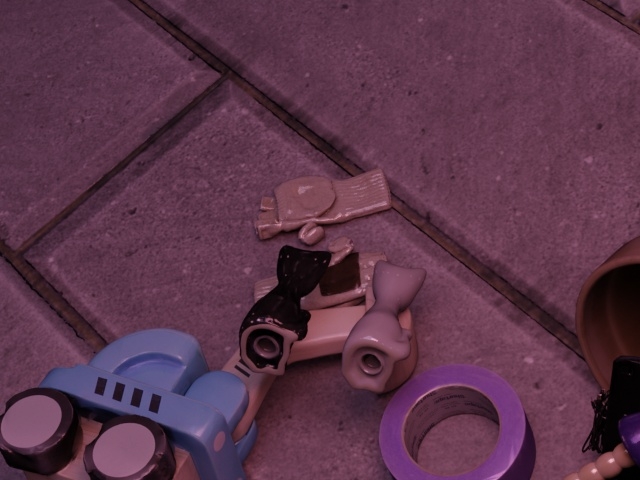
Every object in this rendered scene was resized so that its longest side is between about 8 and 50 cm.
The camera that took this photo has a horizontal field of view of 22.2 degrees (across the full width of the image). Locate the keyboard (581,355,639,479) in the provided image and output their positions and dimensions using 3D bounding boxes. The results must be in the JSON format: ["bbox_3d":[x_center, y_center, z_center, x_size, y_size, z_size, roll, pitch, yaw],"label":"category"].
[{"bbox_3d":[0.374,0.216,1.977,0.100,0.192,0.038,16,32,24],"label":"keyboard"}]

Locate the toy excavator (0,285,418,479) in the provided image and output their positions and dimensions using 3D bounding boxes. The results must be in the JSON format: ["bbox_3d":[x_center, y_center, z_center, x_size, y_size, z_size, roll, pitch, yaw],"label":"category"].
[{"bbox_3d":[-0.141,0.204,2.150,0.433,0.222,0.445,14,54,25],"label":"toy excavator"}]

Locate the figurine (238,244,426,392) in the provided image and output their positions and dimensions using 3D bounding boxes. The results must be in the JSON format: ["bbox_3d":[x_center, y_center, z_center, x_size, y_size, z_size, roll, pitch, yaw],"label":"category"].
[{"bbox_3d":[0.024,0.084,2.097,0.215,0.092,0.209,9,38,9],"label":"figurine"}]

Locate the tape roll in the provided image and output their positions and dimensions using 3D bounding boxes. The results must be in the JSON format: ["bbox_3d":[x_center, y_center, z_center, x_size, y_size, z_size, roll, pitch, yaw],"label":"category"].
[{"bbox_3d":[0.173,0.256,2.068,0.189,0.080,0.189,-9,54,13],"label":"tape roll"}]

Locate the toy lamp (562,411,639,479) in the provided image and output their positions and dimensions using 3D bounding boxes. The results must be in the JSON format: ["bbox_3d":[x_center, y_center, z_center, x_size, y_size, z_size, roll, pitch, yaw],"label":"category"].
[{"bbox_3d":[0.316,0.281,1.943,0.275,0.080,0.080,-34,50,21],"label":"toy lamp"}]

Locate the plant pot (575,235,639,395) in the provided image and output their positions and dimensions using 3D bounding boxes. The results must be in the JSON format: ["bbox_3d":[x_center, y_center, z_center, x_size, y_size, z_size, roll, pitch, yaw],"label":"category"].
[{"bbox_3d":[0.517,0.078,1.963,0.323,0.323,0.280,27,51,32],"label":"plant pot"}]

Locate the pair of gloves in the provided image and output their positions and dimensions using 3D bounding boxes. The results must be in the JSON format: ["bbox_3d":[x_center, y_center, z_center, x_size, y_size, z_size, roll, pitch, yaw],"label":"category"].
[{"bbox_3d":[0.000,0.000,2.328,0.204,0.042,0.240,-9,54,13],"label":"pair of gloves"}]
